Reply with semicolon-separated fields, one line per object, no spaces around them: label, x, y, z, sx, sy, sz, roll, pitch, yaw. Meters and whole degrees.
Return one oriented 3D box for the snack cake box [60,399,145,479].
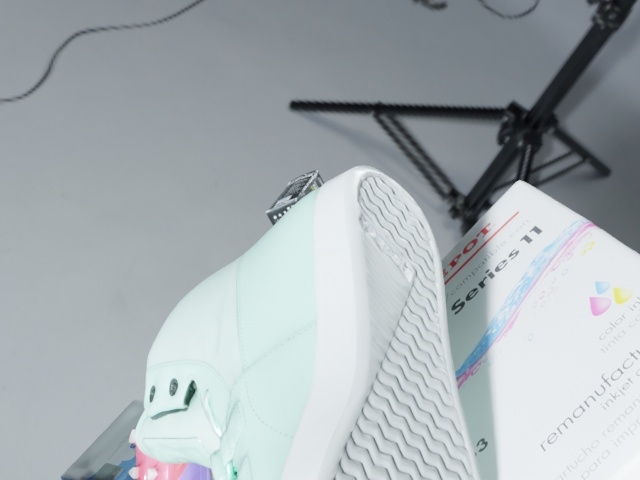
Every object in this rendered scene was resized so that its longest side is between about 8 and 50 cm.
snack cake box;-0.213;0.356;1.219;0.089;0.264;0.152;4;33;29

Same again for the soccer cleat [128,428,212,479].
soccer cleat;-0.141;0.296;0.945;0.095;0.083;0.248;7;79;-38

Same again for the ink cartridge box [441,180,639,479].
ink cartridge box;0.109;0.095;0.523;0.119;0.353;0.207;41;97;-14

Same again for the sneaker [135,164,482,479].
sneaker;-0.018;0.101;0.395;0.094;0.151;0.256;35;39;-29

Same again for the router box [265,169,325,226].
router box;0.000;0.000;0.960;0.122;0.038;0.092;61;21;-14
